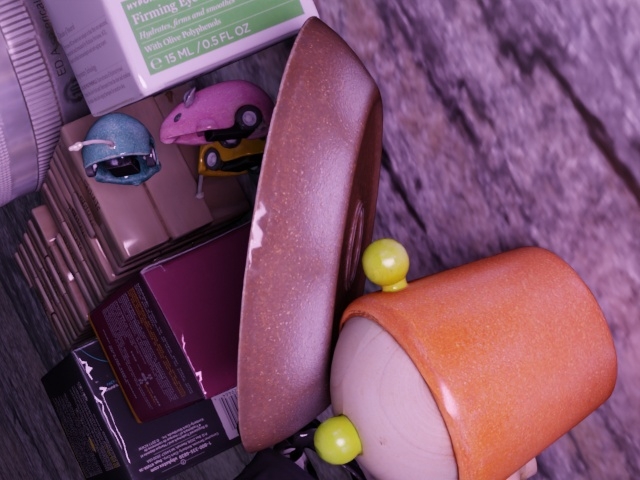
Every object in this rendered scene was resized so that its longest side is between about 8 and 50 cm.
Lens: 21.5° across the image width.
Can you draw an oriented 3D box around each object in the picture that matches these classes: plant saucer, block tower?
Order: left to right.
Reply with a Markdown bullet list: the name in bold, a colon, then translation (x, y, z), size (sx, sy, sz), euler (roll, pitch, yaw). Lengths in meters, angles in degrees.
- **block tower**: translation (-0.136, -0.005, 1.147), size (0.097, 0.091, 0.335), euler (64, 161, 5)
- **plant saucer**: translation (0.000, 0.000, 0.759), size (0.198, 0.036, 0.198), euler (9, -90, -84)

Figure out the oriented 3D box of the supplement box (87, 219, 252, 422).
- **supplement box**: translation (-0.063, 0.046, 0.999), size (0.080, 0.104, 0.188), euler (64, 160, 2)

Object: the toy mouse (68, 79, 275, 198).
- **toy mouse**: translation (-0.074, -0.057, 0.879), size (0.161, 0.143, 0.031), euler (-20, 75, 46)

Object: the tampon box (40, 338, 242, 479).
- **tampon box**: translation (-0.111, 0.108, 1.170), size (0.101, 0.120, 0.161), euler (65, 161, 3)

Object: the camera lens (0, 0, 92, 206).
- **camera lens**: translation (-0.281, -0.111, 1.115), size (0.219, 0.274, 0.219), euler (52, 157, 33)

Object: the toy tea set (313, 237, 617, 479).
- **toy tea set**: translation (0.094, 0.156, 0.699), size (0.336, 0.124, 0.200), euler (56, 159, 23)

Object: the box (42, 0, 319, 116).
- **box**: translation (-0.073, -0.122, 0.831), size (0.087, 0.101, 0.102), euler (68, 159, -6)

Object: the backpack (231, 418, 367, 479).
- **backpack**: translation (0.017, 0.280, 0.949), size (0.276, 0.213, 0.263), euler (35, 155, 50)
